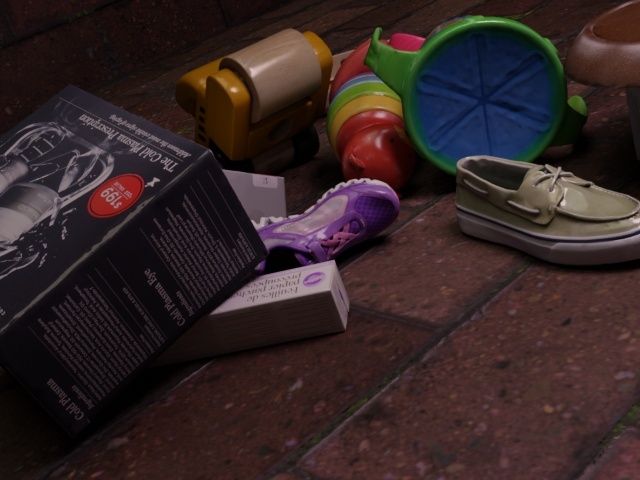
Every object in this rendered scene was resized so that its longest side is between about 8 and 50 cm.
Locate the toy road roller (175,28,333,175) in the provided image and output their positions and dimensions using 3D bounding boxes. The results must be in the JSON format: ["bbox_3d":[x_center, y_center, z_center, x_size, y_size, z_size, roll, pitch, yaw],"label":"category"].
[{"bbox_3d":[-0.137,-0.256,1.575,0.202,0.329,0.240,-31,68,-26],"label":"toy road roller"}]

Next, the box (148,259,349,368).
[{"bbox_3d":[-0.128,0.097,1.096,0.324,0.067,0.063,-13,31,15],"label":"box"}]

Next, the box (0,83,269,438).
[{"bbox_3d":[-0.300,0.004,1.088,0.312,0.179,0.343,-45,44,-19],"label":"box"}]

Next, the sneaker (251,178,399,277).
[{"bbox_3d":[0.000,0.000,1.208,0.236,0.095,0.104,-22,29,4],"label":"sneaker"}]

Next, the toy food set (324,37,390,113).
[{"bbox_3d":[0.066,-0.367,1.980,0.220,0.092,0.306,-13,23,12],"label":"toy food set"}]

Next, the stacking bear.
[{"bbox_3d":[0.089,-0.172,1.445,0.164,0.175,0.289,-35,26,22],"label":"stacking bear"}]

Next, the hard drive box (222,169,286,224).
[{"bbox_3d":[-0.195,-0.046,1.361,0.232,0.089,0.181,-4,-3,29],"label":"hard drive box"}]

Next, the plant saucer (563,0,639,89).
[{"bbox_3d":[0.462,-0.271,1.142,0.311,0.050,0.310,-16,23,7],"label":"plant saucer"}]

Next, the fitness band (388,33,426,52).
[{"bbox_3d":[0.259,-0.309,1.591,0.291,0.054,0.209,16,10,4],"label":"fitness band"}]

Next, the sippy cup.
[{"bbox_3d":[0.232,-0.237,1.359,0.240,0.305,0.224,-33,20,15],"label":"sippy cup"}]

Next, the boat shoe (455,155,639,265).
[{"bbox_3d":[0.267,-0.042,1.077,0.109,0.094,0.302,-32,26,-30],"label":"boat shoe"}]

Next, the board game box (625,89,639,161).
[{"bbox_3d":[0.553,-0.220,1.202,0.275,0.144,0.142,-32,27,-27],"label":"board game box"}]
